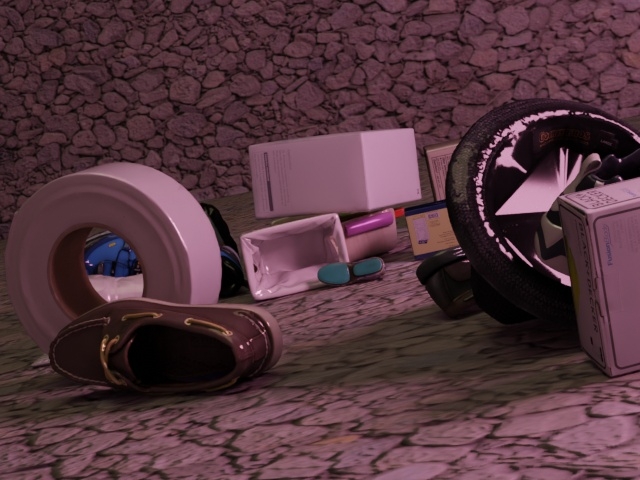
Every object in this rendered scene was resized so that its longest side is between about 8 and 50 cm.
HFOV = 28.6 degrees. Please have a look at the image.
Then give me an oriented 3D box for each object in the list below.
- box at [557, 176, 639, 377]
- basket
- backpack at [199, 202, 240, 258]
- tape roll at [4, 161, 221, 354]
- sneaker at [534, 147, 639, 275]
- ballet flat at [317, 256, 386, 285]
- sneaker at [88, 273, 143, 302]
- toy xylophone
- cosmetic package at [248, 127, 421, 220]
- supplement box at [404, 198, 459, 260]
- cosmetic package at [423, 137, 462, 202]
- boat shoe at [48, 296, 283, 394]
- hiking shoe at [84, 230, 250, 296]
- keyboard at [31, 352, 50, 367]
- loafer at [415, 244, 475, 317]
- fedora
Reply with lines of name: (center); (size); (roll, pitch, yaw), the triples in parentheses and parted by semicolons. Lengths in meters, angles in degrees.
box: (0.386, 0.009, 1.205); (0.289, 0.169, 0.087); (-15, 15, -5)
basket: (-0.045, 0.024, 2.057); (0.167, 0.113, 0.103); (-13, 5, -6)
backpack: (-0.246, 0.024, 2.292); (0.182, 0.152, 0.115); (-33, 8, -33)
tape roll: (-0.282, 0.039, 1.698); (0.286, 0.286, 0.100); (-10, 9, 21)
sneaker: (0.351, -0.019, 1.283); (0.234, 0.153, 0.094); (20, 27, -1)
ballet flat: (0.052, 0.053, 1.992); (0.114, 0.041, 0.041); (-10, 8, 21)
sneaker: (-0.297, 0.103, 1.973); (0.169, 0.108, 0.292); (-1, -1, -1)
toy xylophone: (0.000, 0.000, 2.266); (0.236, 0.081, 0.322); (-18, 9, -32)
cosmetic package: (0.029, -0.119, 2.206); (0.224, 0.138, 0.224); (-3, 5, 27)
supplement box: (0.187, -0.019, 2.077); (0.083, 0.083, 0.056); (-12, 8, 5)
cosmetic package: (0.358, -0.140, 2.425); (0.296, 0.153, 0.129); (-11, 9, 4)
boat shoe: (-0.209, 0.134, 1.538); (0.324, 0.117, 0.096); (-3, 8, 26)
hiking shoe: (-0.273, 0.041, 2.135); (0.304, 0.113, 0.132); (1, 10, -17)
keyboard: (-0.310, 0.158, 1.897); (0.256, 0.014, 0.072); (-11, 8, 15)
loafer: (0.250, 0.041, 1.649); (0.267, 0.084, 0.096); (-13, -24, -27)
fedora: (0.271, -0.005, 1.449); (0.334, 0.334, 0.152); (-17, -26, -29)
